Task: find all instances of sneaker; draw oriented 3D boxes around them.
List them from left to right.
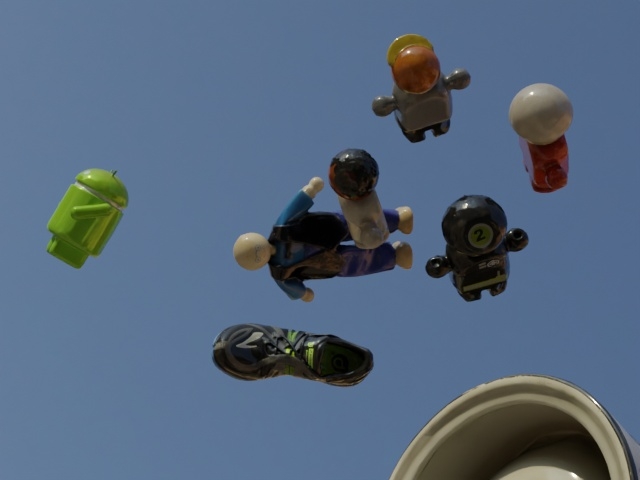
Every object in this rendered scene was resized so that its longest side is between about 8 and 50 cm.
[{"bbox_3d":[-0.028,0.123,1.990,0.188,0.067,0.078,8,-18,-18],"label":"sneaker"}]

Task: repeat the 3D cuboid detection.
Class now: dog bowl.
[{"bbox_3d":[0.254,0.374,2.175,0.408,0.408,0.150,-17,-33,42],"label":"dog bowl"}]

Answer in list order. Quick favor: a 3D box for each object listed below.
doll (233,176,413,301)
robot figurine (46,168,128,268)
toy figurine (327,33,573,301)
[{"bbox_3d":[0.000,0.000,1.801,0.046,0.189,0.129,-149,-124,-60],"label":"doll"},{"bbox_3d":[-0.253,-0.027,1.964,0.067,0.115,0.101,31,-5,-15],"label":"robot figurine"},{"bbox_3d":[0.122,-0.071,1.719,0.210,0.213,0.148,26,-19,20],"label":"toy figurine"}]
